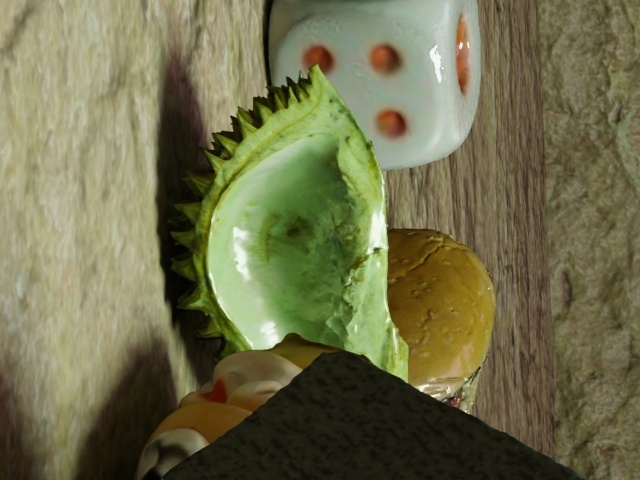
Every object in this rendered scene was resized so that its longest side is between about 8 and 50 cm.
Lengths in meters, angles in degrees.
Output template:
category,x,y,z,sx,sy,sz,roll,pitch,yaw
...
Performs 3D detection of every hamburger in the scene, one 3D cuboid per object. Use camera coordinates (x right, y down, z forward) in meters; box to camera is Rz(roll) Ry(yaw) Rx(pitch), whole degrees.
category,x,y,z,sx,sy,sz,roll,pitch,yaw
hamburger,0.122,0.114,2.349,0.282,0.245,0.155,43,-18,44
hamburger,-0.042,0.233,1.595,0.237,0.276,0.276,-31,124,-41

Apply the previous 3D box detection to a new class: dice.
category,x,y,z,sx,sy,sz,roll,pitch,yaw
dice,0.059,-0.191,2.043,0.194,0.192,0.193,-68,152,-56

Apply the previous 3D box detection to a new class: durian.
category,x,y,z,sx,sy,sz,roll,pitch,yaw
durian,-0.017,0.033,1.756,0.163,0.198,0.394,-68,147,-70

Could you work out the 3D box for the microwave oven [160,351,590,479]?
category,x,y,z,sx,sy,sz,roll,pitch,yaw
microwave oven,-0.018,0.322,1.247,0.432,0.374,0.236,-39,134,-28
